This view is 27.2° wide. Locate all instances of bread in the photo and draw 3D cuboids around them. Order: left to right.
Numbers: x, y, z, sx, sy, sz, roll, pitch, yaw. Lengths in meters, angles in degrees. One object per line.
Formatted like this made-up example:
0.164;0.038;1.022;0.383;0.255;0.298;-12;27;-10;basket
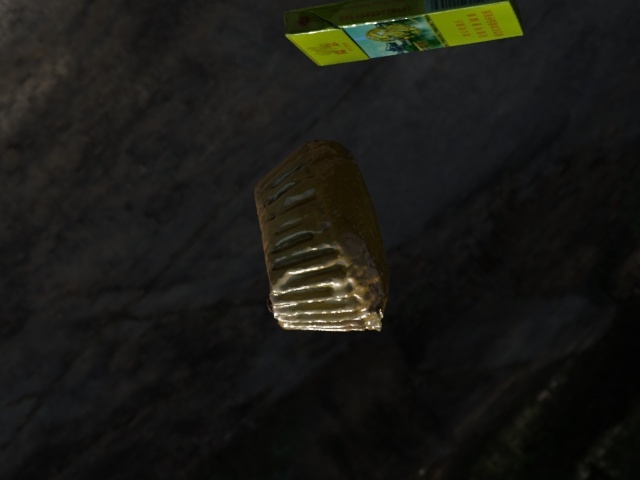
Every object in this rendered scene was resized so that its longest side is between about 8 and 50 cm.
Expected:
0.003;-0.003;1.583;0.139;0.240;0.240;-13;164;8;bread

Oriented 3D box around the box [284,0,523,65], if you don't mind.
0.129;-0.329;2.002;0.335;0.047;0.187;-6;173;15;box
